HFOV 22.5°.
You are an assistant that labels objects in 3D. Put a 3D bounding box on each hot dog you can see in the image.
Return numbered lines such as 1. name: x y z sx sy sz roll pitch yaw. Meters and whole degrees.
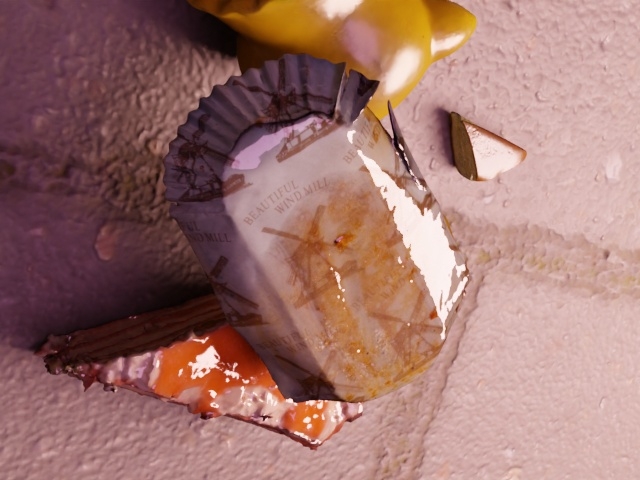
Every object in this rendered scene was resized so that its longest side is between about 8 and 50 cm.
1. hot dog: 0.000 0.000 1.060 0.162 0.082 0.270 -35 129 -7

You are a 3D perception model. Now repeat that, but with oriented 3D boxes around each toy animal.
1. toy animal: -0.007 -0.168 1.050 0.156 0.156 0.230 -47 127 -9

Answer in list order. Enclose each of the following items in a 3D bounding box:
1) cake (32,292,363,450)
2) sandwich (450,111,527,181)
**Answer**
1. cake: -0.073 0.092 1.146 0.287 0.098 0.135 -3 111 -36
2. sandwich: 0.126 -0.067 1.266 0.083 0.031 0.044 21 93 -39
